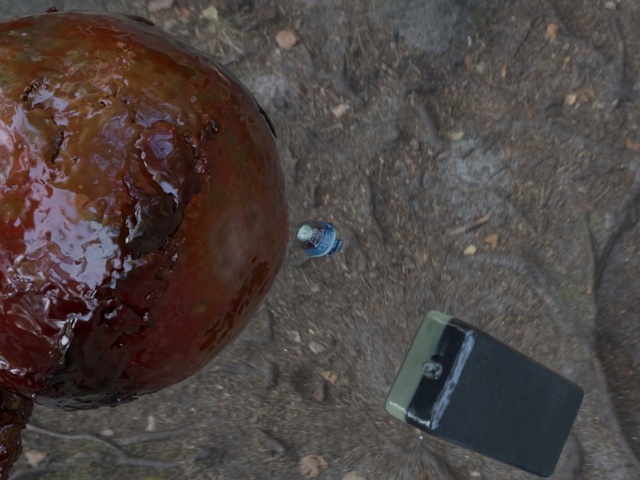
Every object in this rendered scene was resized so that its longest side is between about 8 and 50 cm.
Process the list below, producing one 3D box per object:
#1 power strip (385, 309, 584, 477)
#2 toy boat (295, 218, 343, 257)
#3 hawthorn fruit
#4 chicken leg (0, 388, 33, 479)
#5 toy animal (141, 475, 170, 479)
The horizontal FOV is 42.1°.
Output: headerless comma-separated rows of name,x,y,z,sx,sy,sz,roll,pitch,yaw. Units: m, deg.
power strip,0.162,0.151,0.799,0.070,0.257,0.105,18,81,43
toy boat,0.000,0.000,1.260,0.061,0.137,0.060,28,84,-14
hawthorn fruit,-0.159,-0.029,0.623,0.316,0.316,0.315,-2,77,7
chicken leg,-0.368,0.239,0.868,0.090,0.048,0.219,18,71,3
toy animal,-0.331,0.534,1.513,0.195,0.281,0.169,-42,75,30
